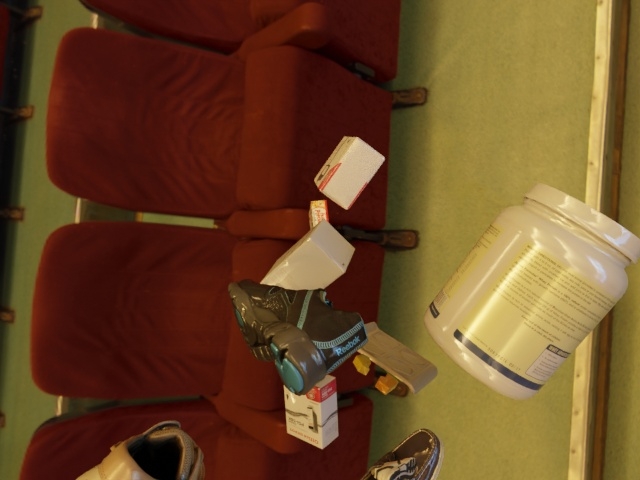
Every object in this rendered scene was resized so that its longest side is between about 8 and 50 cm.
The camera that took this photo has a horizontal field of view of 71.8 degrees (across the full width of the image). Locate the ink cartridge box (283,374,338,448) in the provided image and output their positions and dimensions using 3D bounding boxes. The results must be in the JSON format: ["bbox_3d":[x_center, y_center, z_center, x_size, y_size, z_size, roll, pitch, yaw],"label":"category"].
[{"bbox_3d":[-0.020,0.339,0.905,0.099,0.056,0.135,6,104,37],"label":"ink cartridge box"}]

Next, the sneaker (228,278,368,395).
[{"bbox_3d":[-0.054,0.137,0.745,0.341,0.139,0.125,24,134,58],"label":"sneaker"}]

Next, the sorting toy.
[{"bbox_3d":[0.161,0.304,1.124,0.229,0.307,0.041,34,105,27],"label":"sorting toy"}]

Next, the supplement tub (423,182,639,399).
[{"bbox_3d":[0.367,0.087,0.786,0.235,0.235,0.325,42,106,32],"label":"supplement tub"}]

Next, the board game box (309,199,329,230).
[{"bbox_3d":[0.000,0.000,1.228,0.045,0.147,0.193,-6,82,-5],"label":"board game box"}]

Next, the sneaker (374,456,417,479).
[{"bbox_3d":[0.141,0.423,0.821,0.044,0.109,0.040,1,82,43],"label":"sneaker"}]

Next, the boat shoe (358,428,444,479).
[{"bbox_3d":[0.141,0.499,0.906,0.285,0.092,0.103,-42,35,-10],"label":"boat shoe"}]

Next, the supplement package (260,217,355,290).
[{"bbox_3d":[-0.028,0.057,0.983,0.105,0.105,0.179,45,121,-7],"label":"supplement package"}]

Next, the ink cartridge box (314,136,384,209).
[{"bbox_3d":[0.073,-0.200,1.263,0.100,0.237,0.172,34,98,-12],"label":"ink cartridge box"}]

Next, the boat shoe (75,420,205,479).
[{"bbox_3d":[-0.198,0.298,0.561,0.121,0.341,0.110,39,77,9],"label":"boat shoe"}]
